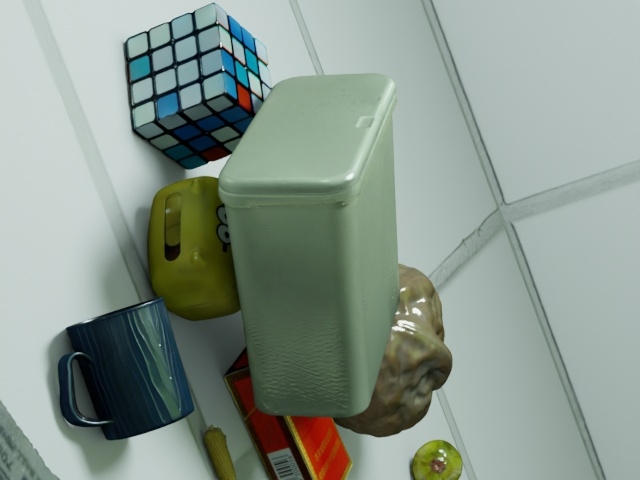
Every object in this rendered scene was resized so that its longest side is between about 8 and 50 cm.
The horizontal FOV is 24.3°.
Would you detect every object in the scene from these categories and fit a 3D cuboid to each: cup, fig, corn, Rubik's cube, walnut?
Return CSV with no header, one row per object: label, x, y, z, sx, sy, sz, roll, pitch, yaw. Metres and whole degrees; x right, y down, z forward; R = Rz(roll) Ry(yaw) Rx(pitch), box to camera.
cup,-0.229,0.152,1.683,0.113,0.150,0.138,166,-94,-76
fig,0.218,0.395,2.616,0.166,0.093,0.093,15,58,-67
corn,-0.129,0.276,1.912,0.028,0.027,0.083,-30,103,-63
Rubik's cube,-0.166,-0.213,2.067,0.151,0.154,0.155,38,38,-56
walnut,0.084,0.166,2.267,0.273,0.227,0.273,-13,90,-86

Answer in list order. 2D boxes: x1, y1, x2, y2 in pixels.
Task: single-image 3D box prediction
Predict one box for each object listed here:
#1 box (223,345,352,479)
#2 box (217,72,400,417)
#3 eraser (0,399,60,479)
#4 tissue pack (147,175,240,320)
box,-0.042,0.256,2.099,0.240,0.074,0.153,67,25,-13
box,0.000,0.000,1.958,0.352,0.177,0.344,-68,157,-60
eraser,-0.321,0.223,1.390,0.352,0.077,0.111,62,21,-25
tissue pack,-0.160,0.005,1.928,0.127,0.123,0.178,48,34,-53
